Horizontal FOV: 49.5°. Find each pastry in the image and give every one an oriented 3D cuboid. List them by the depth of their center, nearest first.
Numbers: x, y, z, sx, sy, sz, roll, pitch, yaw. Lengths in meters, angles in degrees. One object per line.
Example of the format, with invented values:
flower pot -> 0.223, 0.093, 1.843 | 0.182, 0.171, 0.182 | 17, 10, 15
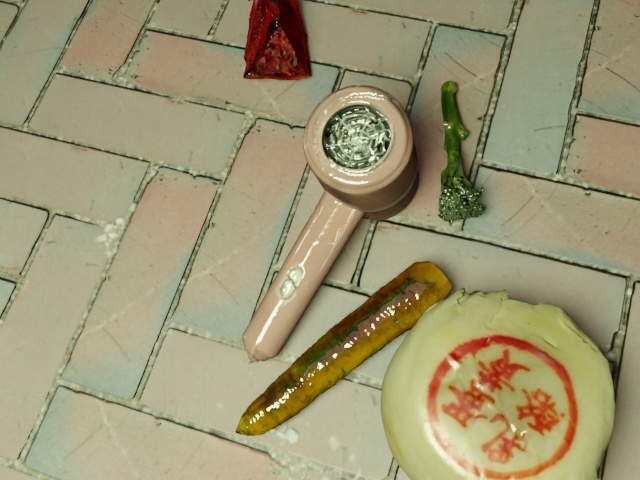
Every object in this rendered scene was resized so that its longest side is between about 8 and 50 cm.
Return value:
pastry -> 0.193, 0.180, 0.769 | 0.265, 0.133, 0.264 | -2, 64, 3

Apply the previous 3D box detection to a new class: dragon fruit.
dragon fruit -> -0.083, -0.329, 1.021 | 0.093, 0.122, 0.192 | -13, 68, 17

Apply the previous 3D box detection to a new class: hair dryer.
hair dryer -> 0.000, 0.000, 0.840 | 0.125, 0.210, 0.352 | 29, 88, 11

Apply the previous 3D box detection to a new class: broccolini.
broccolini -> 0.176, -0.128, 0.935 | 0.058, 0.067, 0.216 | 12, 63, -30

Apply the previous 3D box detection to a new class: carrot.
carrot -> 0.026, 0.138, 0.845 | 0.314, 0.066, 0.066 | -39, 69, -6
